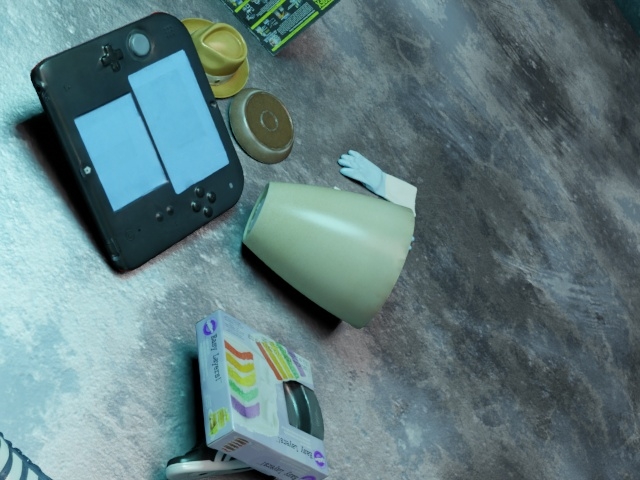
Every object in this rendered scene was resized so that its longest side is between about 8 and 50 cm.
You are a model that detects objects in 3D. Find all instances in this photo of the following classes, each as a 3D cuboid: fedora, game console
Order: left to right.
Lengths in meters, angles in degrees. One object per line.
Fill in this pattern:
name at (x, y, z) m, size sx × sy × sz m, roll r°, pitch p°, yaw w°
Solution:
game console at (-0.306, -0.184, 1.818) m, size 0.342 × 0.060 × 0.386 m, roll -39°, pitch 114°, yaw -45°
fedora at (-0.211, -0.382, 2.064) m, size 0.194 × 0.079 × 0.194 m, roll 19°, pitch 58°, yaw -33°

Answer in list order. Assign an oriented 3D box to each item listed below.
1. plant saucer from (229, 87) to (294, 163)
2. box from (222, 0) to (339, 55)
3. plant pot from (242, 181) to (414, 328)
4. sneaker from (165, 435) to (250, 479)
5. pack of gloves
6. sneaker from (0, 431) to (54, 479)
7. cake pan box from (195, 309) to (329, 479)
plant saucer at (-0.112, -0.240, 2.105) m, size 0.168 × 0.029 × 0.168 m, roll 18°, pitch 62°, yaw -38°
box at (-0.082, -0.536, 2.120) m, size 0.216 × 0.270 × 0.060 m, roll 45°, pitch 48°, yaw -14°
plant pot at (0.000, 0.000, 1.962) m, size 0.274 × 0.256 × 0.256 m, roll 24°, pitch 53°, yaw -12°
sneaker at (-0.184, 0.335, 1.732) m, size 0.217 × 0.079 × 0.121 m, roll 6°, pitch 62°, yaw -48°
pack of gloves at (0.132, -0.090, 2.238) m, size 0.232 × 0.046 × 0.195 m, roll 27°, pitch 54°, yaw -29°
sneaker at (-0.451, 0.340, 1.467) m, size 0.148 × 0.131 × 0.350 m, roll -18°, pitch 87°, yaw -52°
cake pan box at (-0.098, 0.276, 1.759) m, size 0.267 × 0.070 × 0.246 m, roll 37°, pitch 33°, yaw -40°
